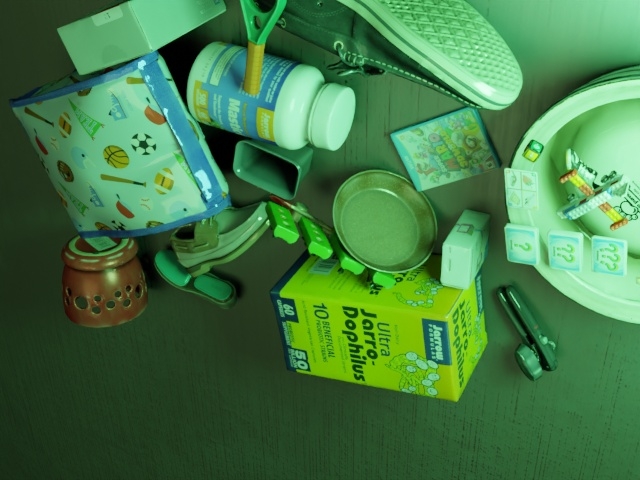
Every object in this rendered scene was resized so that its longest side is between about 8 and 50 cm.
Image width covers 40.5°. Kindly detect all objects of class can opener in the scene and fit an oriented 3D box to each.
[{"bbox_3d":[0.380,0.164,1.594,0.059,0.073,0.186,-16,102,46],"label":"can opener"}]

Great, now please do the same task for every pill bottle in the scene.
[{"bbox_3d":[-0.084,-0.247,1.528,0.271,0.152,0.152,19,128,20],"label":"pill bottle"}]

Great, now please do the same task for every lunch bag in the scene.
[{"bbox_3d":[-0.359,-0.188,1.668,0.385,0.239,0.328,-1,122,47],"label":"lunch bag"}]

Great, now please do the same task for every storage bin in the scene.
[{"bbox_3d":[-0.082,-0.146,1.636,0.135,0.091,0.098,26,130,15],"label":"storage bin"}]

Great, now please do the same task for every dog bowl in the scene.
[{"bbox_3d":[0.495,-0.079,1.298,0.407,0.150,0.408,15,128,21],"label":"dog bowl"}]

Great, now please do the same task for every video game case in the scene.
[{"bbox_3d":[0.215,-0.157,1.502,0.166,0.015,0.119,-15,112,37],"label":"video game case"}]

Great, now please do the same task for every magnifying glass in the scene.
[{"bbox_3d":[-0.100,-0.338,1.378,0.092,0.026,0.231,34,135,27],"label":"magnifying glass"}]

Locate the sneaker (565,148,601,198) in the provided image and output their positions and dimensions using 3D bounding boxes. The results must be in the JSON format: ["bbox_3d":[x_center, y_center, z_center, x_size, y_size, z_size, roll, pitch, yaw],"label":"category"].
[{"bbox_3d":[0.375,-0.099,1.239,0.036,0.032,0.083,-14,122,30],"label":"sneaker"}]

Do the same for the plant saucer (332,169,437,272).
[{"bbox_3d":[0.110,-0.030,1.540,0.198,0.199,0.036,40,151,1],"label":"plant saucer"}]

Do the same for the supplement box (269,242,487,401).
[{"bbox_3d":[0.114,0.145,1.646,0.356,0.195,0.194,6,123,27],"label":"supplement box"}]

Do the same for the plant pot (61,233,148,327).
[{"bbox_3d":[-0.496,0.079,1.971,0.191,0.191,0.174,12,122,24],"label":"plant pot"}]

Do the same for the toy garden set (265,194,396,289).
[{"bbox_3d":[0.000,0.000,1.570,0.244,0.204,0.049,26,107,-22],"label":"toy garden set"}]

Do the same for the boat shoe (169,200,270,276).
[{"bbox_3d":[-0.210,-0.017,1.786,0.302,0.113,0.103,-29,109,41],"label":"boat shoe"}]

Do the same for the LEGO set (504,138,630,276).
[{"bbox_3d":[0.349,-0.033,1.253,0.182,0.060,0.244,10,137,25],"label":"LEGO set"}]

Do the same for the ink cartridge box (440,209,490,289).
[{"bbox_3d":[0.255,0.015,1.522,0.052,0.122,0.089,13,127,23],"label":"ink cartridge box"}]

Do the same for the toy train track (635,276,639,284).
[{"bbox_3d":[0.507,0.062,1.278,0.083,0.014,0.048,1,121,31],"label":"toy train track"}]

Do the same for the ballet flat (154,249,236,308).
[{"bbox_3d":[-0.279,0.092,1.935,0.213,0.072,0.068,28,161,16],"label":"ballet flat"}]

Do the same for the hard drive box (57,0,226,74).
[{"bbox_3d":[-0.306,-0.386,1.513,0.181,0.232,0.089,-8,116,34],"label":"hard drive box"}]

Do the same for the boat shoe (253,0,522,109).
[{"bbox_3d":[0.086,-0.331,1.356,0.500,0.187,0.156,33,133,16],"label":"boat shoe"}]
